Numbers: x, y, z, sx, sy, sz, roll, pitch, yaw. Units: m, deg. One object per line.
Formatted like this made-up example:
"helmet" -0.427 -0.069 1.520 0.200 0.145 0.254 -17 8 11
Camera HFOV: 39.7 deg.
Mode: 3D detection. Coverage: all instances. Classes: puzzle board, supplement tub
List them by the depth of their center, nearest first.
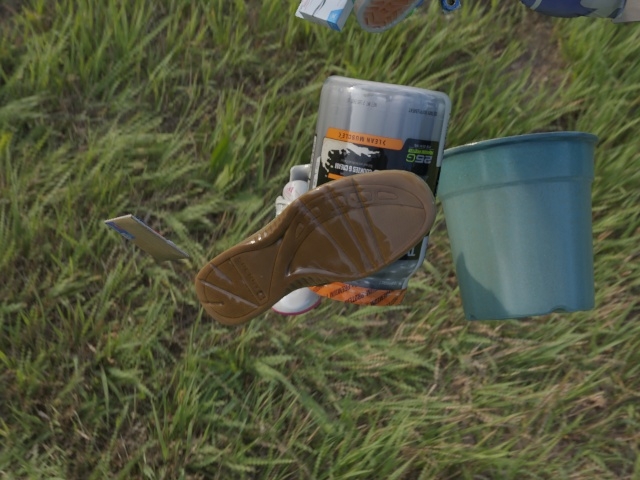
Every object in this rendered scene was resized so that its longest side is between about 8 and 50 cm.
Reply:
"supplement tub" 0.075 -0.074 1.309 0.193 0.193 0.316 7 100 -7
"puzzle board" -0.296 -0.004 1.511 0.128 0.096 0.011 39 63 -30

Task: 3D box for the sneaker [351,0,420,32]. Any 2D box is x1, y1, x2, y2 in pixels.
"sneaker" 0.159 -0.462 1.383 0.302 0.108 0.121 -36 51 18

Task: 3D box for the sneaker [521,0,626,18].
"sneaker" 0.080 -0.258 0.461 0.182 0.127 0.316 2 67 12

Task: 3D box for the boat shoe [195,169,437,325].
"boat shoe" 0.000 0.000 1.116 0.123 0.342 0.123 59 27 -3

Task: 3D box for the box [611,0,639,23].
"box" 0.330 -0.176 0.549 0.230 0.183 0.056 -10 104 -21

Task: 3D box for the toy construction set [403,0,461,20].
"toy construction set" 0.118 -0.517 1.538 0.215 0.151 0.328 -32 87 6

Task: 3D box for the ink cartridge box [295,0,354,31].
"ink cartridge box" 0.002 -0.351 1.328 0.083 0.028 0.048 24 84 22

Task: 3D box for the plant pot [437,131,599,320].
"plant pot" 0.394 -0.016 1.756 0.340 0.341 0.334 -4 85 -11

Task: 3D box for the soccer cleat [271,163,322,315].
"soccer cleat" -0.044 -0.012 1.489 0.115 0.143 0.331 -5 32 8
